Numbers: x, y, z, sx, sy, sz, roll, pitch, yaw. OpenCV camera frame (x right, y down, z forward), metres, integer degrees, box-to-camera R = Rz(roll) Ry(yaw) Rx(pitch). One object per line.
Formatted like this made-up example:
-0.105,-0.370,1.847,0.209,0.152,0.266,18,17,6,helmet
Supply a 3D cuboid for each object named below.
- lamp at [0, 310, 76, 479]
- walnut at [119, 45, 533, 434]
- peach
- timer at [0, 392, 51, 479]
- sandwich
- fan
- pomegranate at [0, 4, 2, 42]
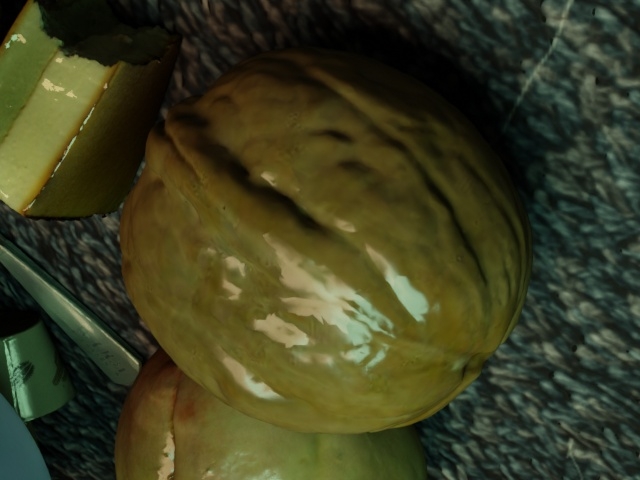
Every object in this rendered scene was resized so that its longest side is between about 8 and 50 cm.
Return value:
-0.313,0.186,1.471,0.121,0.121,0.214,1,111,31,lamp
-0.001,0.000,1.053,0.313,0.252,0.277,39,135,14,walnut
-0.049,0.197,1.240,0.292,0.247,0.292,37,150,26,peach
-0.423,0.264,1.399,0.395,0.173,0.395,12,120,22,timer
-0.201,-0.118,1.192,0.108,0.220,0.186,34,97,9,sandwich
-0.285,0.041,1.418,0.282,0.023,0.057,47,135,-10,fan
-0.427,-0.174,1.158,0.338,0.338,0.338,16,130,21,pomegranate
